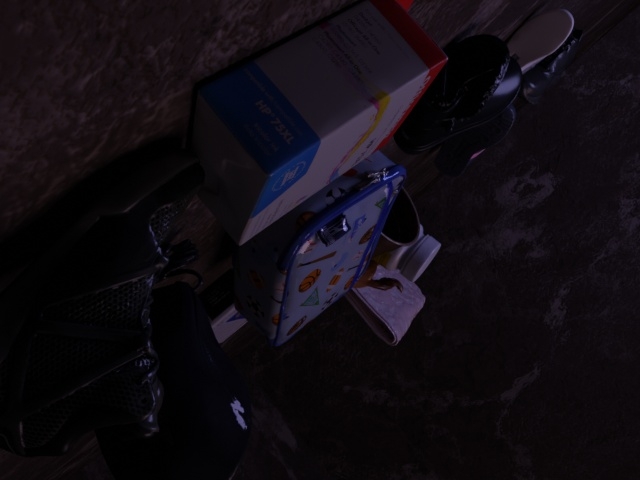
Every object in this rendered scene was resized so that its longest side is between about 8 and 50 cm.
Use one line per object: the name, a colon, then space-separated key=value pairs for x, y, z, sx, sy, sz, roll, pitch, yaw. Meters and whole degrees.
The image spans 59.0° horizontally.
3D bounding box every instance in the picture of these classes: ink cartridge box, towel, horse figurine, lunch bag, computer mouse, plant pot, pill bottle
ink cartridge box: x=0.009 y=-0.107 z=0.462 sx=0.231 sy=0.078 sz=0.134 roll=-37 pitch=173 yaw=-25
towel: x=0.131 y=0.085 z=1.438 sx=0.053 sy=0.317 sz=0.332 roll=-42 pitch=174 yaw=24
horse figurine: x=0.055 y=0.047 z=1.225 sx=0.174 sy=0.263 sz=0.066 roll=-40 pitch=151 yaw=-56
ink cartridge box: x=-0.190 y=0.144 z=1.140 sx=0.176 sy=0.069 sz=0.371 roll=-40 pitch=171 yaw=-2
lunch bag: x=0.000 y=0.000 z=0.787 sx=0.243 sy=0.115 sz=0.303 roll=-33 pitch=157 yaw=-33
computer mouse: x=-0.156 y=0.105 z=0.485 sx=0.188 sy=0.272 sz=0.072 roll=-39 pitch=135 yaw=-6
plant pot: x=0.067 y=-0.028 z=1.044 sx=0.165 sy=0.167 sz=0.167 roll=-35 pitch=178 yaw=38
pill bottle: x=0.137 y=-0.013 z=1.178 sx=0.119 sy=0.208 sz=0.119 roll=-48 pitch=165 yaw=-17

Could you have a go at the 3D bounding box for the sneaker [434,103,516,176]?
sneaker: x=0.399 y=-0.288 z=1.446 sx=0.131 sy=0.112 sz=0.319 roll=-55 pitch=-176 yaw=-25

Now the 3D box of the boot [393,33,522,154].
boot: x=0.226 y=-0.225 z=0.808 sx=0.246 sy=0.094 sz=0.207 roll=-32 pitch=176 yaw=-10

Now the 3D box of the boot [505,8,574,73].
boot: x=0.355 y=-0.334 z=0.986 sx=0.190 sy=0.069 sz=0.086 roll=-34 pitch=-174 yaw=42

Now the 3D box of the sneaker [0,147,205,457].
sneaker: x=-0.133 y=0.047 z=0.388 sx=0.227 sy=0.130 sz=0.087 roll=-54 pitch=-171 yaw=-22

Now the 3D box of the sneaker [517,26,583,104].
sneaker: x=0.452 y=-0.373 z=1.153 sx=0.286 sy=0.109 sz=0.130 roll=-43 pitch=168 yaw=-44
